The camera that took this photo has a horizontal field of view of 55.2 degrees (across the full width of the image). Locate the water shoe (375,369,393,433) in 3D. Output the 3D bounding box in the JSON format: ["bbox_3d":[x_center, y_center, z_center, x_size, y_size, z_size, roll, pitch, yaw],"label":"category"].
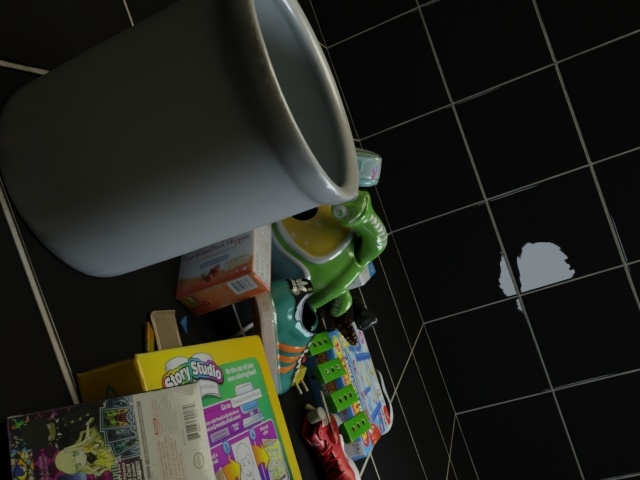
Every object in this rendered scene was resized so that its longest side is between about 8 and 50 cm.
[{"bbox_3d":[0.187,0.494,1.866,0.080,0.072,0.203,53,24,-51],"label":"water shoe"}]

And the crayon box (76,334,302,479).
[{"bbox_3d":[-0.162,0.312,0.897,0.363,0.106,0.313,15,55,-70],"label":"crayon box"}]

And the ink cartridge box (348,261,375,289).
[{"bbox_3d":[0.046,-0.009,1.872,0.223,0.129,0.308,-25,96,-73],"label":"ink cartridge box"}]

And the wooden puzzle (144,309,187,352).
[{"bbox_3d":[-0.247,0.148,0.974,0.116,0.014,0.079,28,49,-66],"label":"wooden puzzle"}]

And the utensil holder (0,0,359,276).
[{"bbox_3d":[-0.185,-0.149,0.848,0.327,0.385,0.328,-19,90,-74],"label":"utensil holder"}]

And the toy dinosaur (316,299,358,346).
[{"bbox_3d":[0.016,0.123,1.533,0.322,0.164,0.218,31,-18,36],"label":"toy dinosaur"}]

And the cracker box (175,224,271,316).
[{"bbox_3d":[-0.172,0.009,1.117,0.067,0.155,0.232,54,23,-42],"label":"cracker box"}]

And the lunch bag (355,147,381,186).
[{"bbox_3d":[0.045,-0.234,1.875,0.224,0.279,0.108,-80,178,-77],"label":"lunch bag"}]

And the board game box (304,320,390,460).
[{"bbox_3d":[0.071,0.378,1.599,0.302,0.086,0.308,1,71,-73],"label":"board game box"}]

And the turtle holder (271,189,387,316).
[{"bbox_3d":[-0.014,0.014,1.224,0.227,0.243,0.320,43,-9,-16],"label":"turtle holder"}]

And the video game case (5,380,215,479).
[{"bbox_3d":[-0.215,0.287,0.662,0.210,0.042,0.232,-5,71,-32],"label":"video game case"}]

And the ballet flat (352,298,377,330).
[{"bbox_3d":[0.105,0.181,1.488,0.173,0.049,0.058,-103,-175,-79],"label":"ballet flat"}]

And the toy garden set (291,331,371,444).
[{"bbox_3d":[0.001,0.336,1.354,0.203,0.049,0.244,-2,64,-62],"label":"toy garden set"}]

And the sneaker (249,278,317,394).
[{"bbox_3d":[-0.060,0.190,1.170,0.302,0.121,0.108,90,-20,-45],"label":"sneaker"}]

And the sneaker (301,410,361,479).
[{"bbox_3d":[0.010,0.478,1.343,0.128,0.087,0.221,36,25,-49],"label":"sneaker"}]
